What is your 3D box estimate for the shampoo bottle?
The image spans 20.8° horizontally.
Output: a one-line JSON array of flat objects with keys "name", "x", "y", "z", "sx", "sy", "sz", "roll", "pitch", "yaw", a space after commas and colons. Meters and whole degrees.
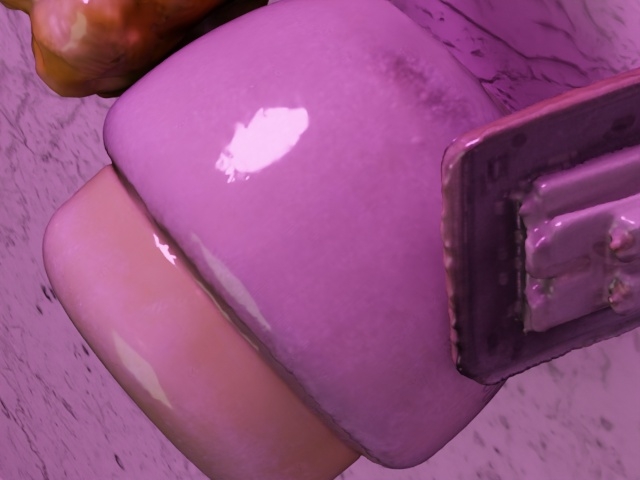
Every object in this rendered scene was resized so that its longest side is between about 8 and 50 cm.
[{"name": "shampoo bottle", "x": 0.000, "y": 0.000, "z": 1.186, "sx": 0.322, "sy": 0.317, "sz": 0.322, "roll": 52, "pitch": -178, "yaw": -2}]

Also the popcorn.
[{"name": "popcorn", "x": -0.149, "y": -0.266, "z": 1.247, "sx": 0.312, "sy": 0.312, "sz": 0.312, "roll": 43, "pitch": 152, "yaw": 29}]

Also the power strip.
[{"name": "power strip", "x": 0.177, "y": -0.005, "z": 1.019, "sx": 0.064, "sy": 0.213, "sz": 0.198, "roll": -125, "pitch": 18, "yaw": -45}]
